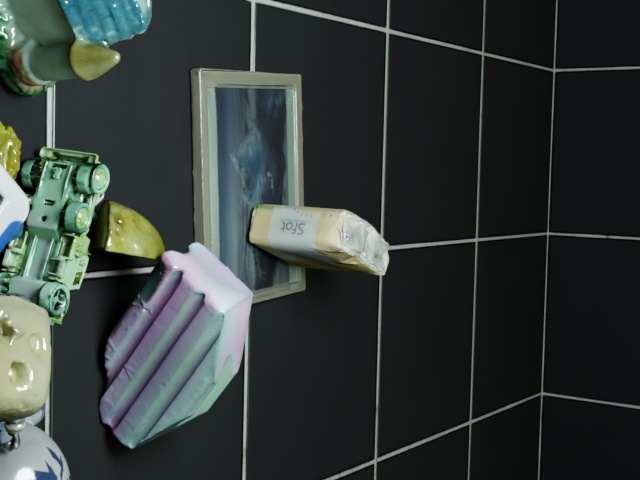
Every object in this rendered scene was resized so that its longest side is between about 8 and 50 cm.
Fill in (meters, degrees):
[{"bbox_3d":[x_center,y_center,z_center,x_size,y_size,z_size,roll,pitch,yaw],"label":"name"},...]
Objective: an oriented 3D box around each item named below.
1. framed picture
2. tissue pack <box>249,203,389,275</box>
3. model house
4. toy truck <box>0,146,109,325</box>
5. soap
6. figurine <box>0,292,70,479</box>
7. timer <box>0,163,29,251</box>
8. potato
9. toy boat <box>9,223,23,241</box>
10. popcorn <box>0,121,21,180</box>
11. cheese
[{"bbox_3d":[-0.129,-0.101,2.037,0.326,0.028,0.446,-12,103,-55],"label":"framed picture"},{"bbox_3d":[0.000,0.000,2.017,0.186,0.222,0.090,33,68,-54],"label":"tissue pack"},{"bbox_3d":[-0.293,-0.339,1.509,0.267,0.325,0.194,-51,131,-41],"label":"model house"},{"bbox_3d":[-0.386,0.003,1.590,0.135,0.128,0.259,49,52,-63],"label":"toy truck"},{"bbox_3d":[-0.239,0.186,1.726,0.324,0.193,0.109,-54,164,24],"label":"soap"},{"bbox_3d":[-0.462,0.278,1.444,0.261,0.186,0.382,-39,123,-41],"label":"figurine"},{"bbox_3d":[-0.488,-0.062,1.331,0.178,0.078,0.253,-61,143,-29],"label":"timer"},{"bbox_3d":[-0.286,-0.013,1.673,0.120,0.149,0.081,11,88,-19],"label":"potato"},{"bbox_3d":[-0.487,-0.020,1.477,0.185,0.075,0.077,-26,83,-47],"label":"toy boat"},{"bbox_3d":[-0.461,-0.114,1.474,0.120,0.106,0.116,-17,85,-58],"label":"popcorn"},{"bbox_3d":[-0.431,0.125,1.266,0.263,0.093,0.159,22,59,-53],"label":"cheese"}]
